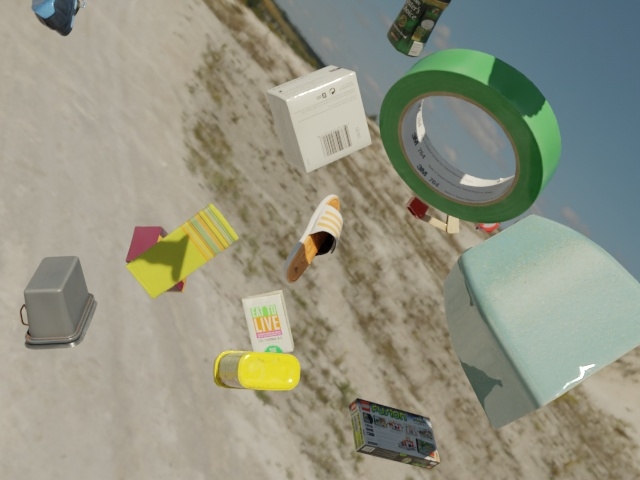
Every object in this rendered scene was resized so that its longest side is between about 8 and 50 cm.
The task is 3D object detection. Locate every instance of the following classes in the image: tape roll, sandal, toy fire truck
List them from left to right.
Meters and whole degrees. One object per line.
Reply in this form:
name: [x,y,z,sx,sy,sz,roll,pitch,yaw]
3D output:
sandal: [0.002,0.007,1.828,0.076,0.265,0.102,16,-30,27]
toy fire truck: [0.301,-0.064,1.652,0.192,0.135,0.047,39,-3,-5]
tape roll: [0.258,-0.178,1.314,0.321,0.077,0.321,28,-36,23]

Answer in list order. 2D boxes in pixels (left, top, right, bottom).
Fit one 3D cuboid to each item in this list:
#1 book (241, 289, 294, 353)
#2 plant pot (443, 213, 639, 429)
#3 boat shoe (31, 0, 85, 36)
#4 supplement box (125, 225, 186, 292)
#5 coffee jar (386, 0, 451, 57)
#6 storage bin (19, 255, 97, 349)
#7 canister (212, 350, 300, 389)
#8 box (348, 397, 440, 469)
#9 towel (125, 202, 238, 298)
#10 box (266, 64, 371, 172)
book: [-0.123,0.196,1.740,0.035,0.096,0.144,-69,148,-75]
plant pot: [0.329,0.111,1.160,0.252,0.248,0.247,58,-14,16]
boat shoe: [-0.581,-0.519,1.631,0.089,0.109,0.258,55,18,-38]
supplement box: [-0.420,0.051,1.938,0.188,0.081,0.104,61,34,-57]
coffee jar: [0.232,-0.526,1.720,0.079,0.184,0.096,4,42,-32]
storage bin: [-0.397,0.086,1.102,0.135,0.098,0.091,-96,-176,-64]
canister: [-0.122,0.246,1.398,0.126,0.073,0.170,7,-11,-21]
box: [0.161,0.419,1.606,0.207,0.036,0.114,22,39,-27]
towel: [-0.305,0.024,1.642,0.102,0.237,0.021,55,-2,-17]
box: [-0.002,-0.277,1.684,0.119,0.181,0.182,36,-33,56]
